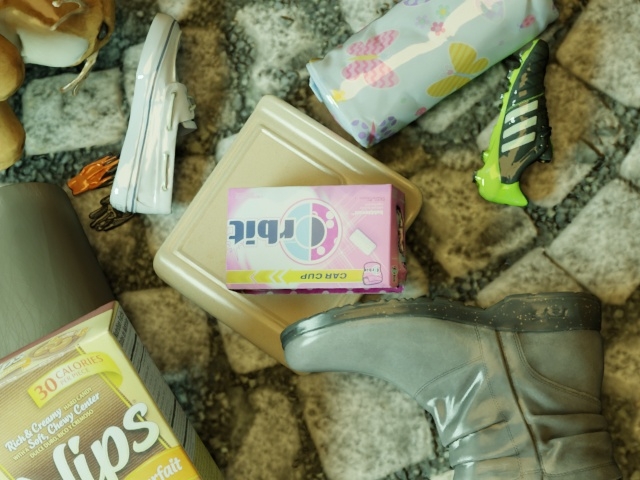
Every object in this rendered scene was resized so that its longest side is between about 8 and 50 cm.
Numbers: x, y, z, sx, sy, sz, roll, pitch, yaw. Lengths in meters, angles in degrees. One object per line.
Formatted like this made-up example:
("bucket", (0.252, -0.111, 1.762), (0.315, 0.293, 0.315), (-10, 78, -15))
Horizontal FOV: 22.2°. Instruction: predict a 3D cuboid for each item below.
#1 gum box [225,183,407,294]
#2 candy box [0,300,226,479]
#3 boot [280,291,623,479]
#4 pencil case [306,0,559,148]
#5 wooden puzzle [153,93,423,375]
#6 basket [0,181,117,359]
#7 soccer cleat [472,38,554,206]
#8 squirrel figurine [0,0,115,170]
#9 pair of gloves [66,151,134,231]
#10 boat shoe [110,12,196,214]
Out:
("gum box", (0.000, 0.000, 1.693), (0.188, 0.062, 0.107), (-1, 82, 16))
("candy box", (-0.210, 0.240, 1.643), (0.183, 0.087, 0.316), (-27, 109, 7))
("boot", (0.128, 0.172, 1.625), (0.338, 0.118, 0.223), (-4, 78, 8))
("pencil case", (0.117, -0.215, 1.727), (0.273, 0.113, 0.124), (-36, 58, 4))
("wooden puzzle", (-0.035, -0.006, 1.762), (0.221, 0.044, 0.239), (34, 93, 18))
("basket", (-0.308, 0.064, 1.761), (0.204, 0.154, 0.227), (-19, 70, 6))
("soccer cleat", (0.217, -0.122, 1.714), (0.072, 0.060, 0.179), (19, 90, 8))
("squirrel figurine", (-0.430, -0.253, 1.774), (0.370, 0.281, 0.397), (-38, 57, -19))
("pair of gloves", (-0.239, -0.055, 1.838), (0.074, 0.010, 0.083), (-32, 75, 5))
("boat shoe", (-0.173, -0.137, 1.813), (0.076, 0.083, 0.226), (12, 87, -3))
